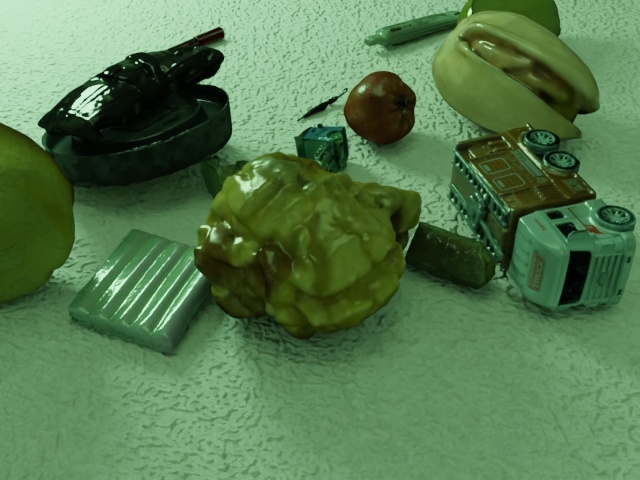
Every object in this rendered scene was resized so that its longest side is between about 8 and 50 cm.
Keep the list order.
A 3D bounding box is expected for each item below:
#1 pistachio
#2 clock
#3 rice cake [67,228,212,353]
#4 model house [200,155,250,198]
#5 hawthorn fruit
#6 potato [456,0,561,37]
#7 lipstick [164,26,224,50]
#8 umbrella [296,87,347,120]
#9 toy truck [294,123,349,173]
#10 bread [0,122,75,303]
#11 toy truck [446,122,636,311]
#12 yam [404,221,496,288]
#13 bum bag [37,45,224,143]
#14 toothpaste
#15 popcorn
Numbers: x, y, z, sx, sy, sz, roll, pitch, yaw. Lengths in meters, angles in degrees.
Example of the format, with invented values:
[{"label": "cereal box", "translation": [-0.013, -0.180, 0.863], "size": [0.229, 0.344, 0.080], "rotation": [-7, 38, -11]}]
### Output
[{"label": "pistachio", "translation": [0.326, -0.272, 1.707], "size": [0.318, 0.214, 0.193], "rotation": [40, 96, 30]}, {"label": "clock", "translation": [-0.294, -0.176, 1.641], "size": [0.313, 0.061, 0.312], "rotation": [-9, 27, 5]}, {"label": "rice cake", "translation": [-0.232, 0.063, 1.390], "size": [0.189, 0.037, 0.198], "rotation": [16, 40, 22]}, {"label": "model house", "translation": [-0.136, -0.104, 1.586], "size": [0.083, 0.066, 0.079], "rotation": [-19, 25, -23]}, {"label": "hawthorn fruit", "translation": [0.099, -0.216, 1.697], "size": [0.125, 0.140, 0.125], "rotation": [28, 36, -23]}, {"label": "potato", "translation": [0.345, -0.409, 1.937], "size": [0.272, 0.160, 0.111], "rotation": [-36, 6, -40]}, {"label": "lipstick", "translation": [-0.267, -0.385, 2.004], "size": [0.176, 0.027, 0.027], "rotation": [-30, 45, -31]}, {"label": "umbrella", "translation": [0.004, -0.240, 1.808], "size": [0.122, 0.022, 0.013], "rotation": [-35, 73, -23]}, {"label": "toy truck", "translation": [-0.018, -0.117, 1.607], "size": [0.081, 0.067, 0.175], "rotation": [9, 41, 23]}, {"label": "bread", "translation": [-0.461, -0.031, 1.341], "size": [0.270, 0.270, 0.148], "rotation": [-10, 46, -12]}, {"label": "toy truck", "translation": [0.299, -0.033, 1.412], "size": [0.162, 0.136, 0.305], "rotation": [-9, 38, -16]}, {"label": "yam", "translation": [0.181, 0.020, 1.408], "size": [0.146, 0.069, 0.070], "rotation": [20, 42, 28]}, {"label": "bum bag", "translation": [-0.303, -0.244, 1.609], "size": [0.144, 0.095, 0.340], "rotation": [13, 39, 36]}, {"label": "toothpaste", "translation": [0.193, -0.429, 2.035], "size": [0.255, 0.037, 0.067], "rotation": [-23, 36, -31]}, {"label": "popcorn", "translation": [0.000, 0.000, 1.325], "size": [0.332, 0.225, 0.265], "rotation": [-12, 35, -29]}]
